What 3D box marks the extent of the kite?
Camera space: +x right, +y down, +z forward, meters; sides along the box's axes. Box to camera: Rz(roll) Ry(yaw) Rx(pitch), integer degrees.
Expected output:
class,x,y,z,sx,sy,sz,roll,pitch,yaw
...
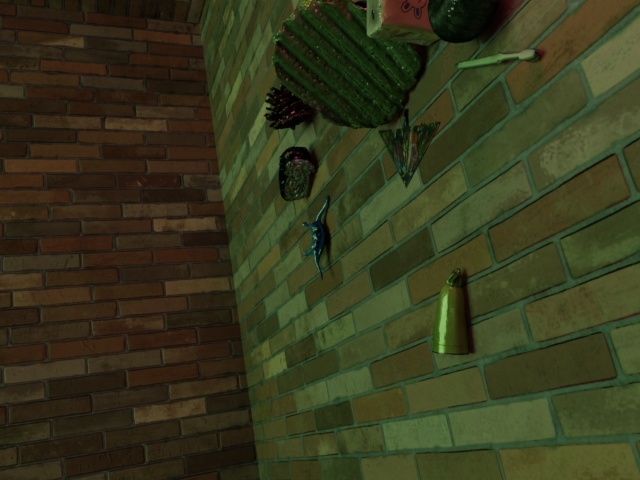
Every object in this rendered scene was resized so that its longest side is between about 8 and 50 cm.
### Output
class,x,y,z,sx,sy,sz,roll,pitch,yaw
kite,0.251,-0.270,1.709,0.321,0.016,0.234,-167,76,-66

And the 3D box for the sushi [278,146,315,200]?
class,x,y,z,sx,sy,sz,roll,pitch,yaw
sushi,-0.106,-0.271,2.392,0.225,0.136,0.126,108,158,-49

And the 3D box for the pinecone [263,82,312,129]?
class,x,y,z,sx,sy,sz,roll,pitch,yaw
pinecone,-0.137,-0.539,2.342,0.207,0.207,0.208,177,90,-67

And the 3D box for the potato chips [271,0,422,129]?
class,x,y,z,sx,sy,sz,roll,pitch,yaw
potato chips,0.074,-0.508,1.672,0.358,0.429,0.070,-43,14,35

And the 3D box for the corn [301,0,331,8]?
class,x,y,z,sx,sy,sz,roll,pitch,yaw
corn,-0.014,-0.811,2.113,0.144,0.143,0.387,-115,31,-41

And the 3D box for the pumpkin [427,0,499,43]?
class,x,y,z,sx,sy,sz,roll,pitch,yaw
pumpkin,0.324,-0.565,1.337,0.211,0.152,0.212,-177,90,-66

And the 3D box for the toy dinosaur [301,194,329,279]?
class,x,y,z,sx,sy,sz,roll,pitch,yaw
toy dinosaur,-0.014,-0.009,2.284,0.144,0.076,0.329,-5,77,60

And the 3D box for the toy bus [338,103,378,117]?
class,x,y,z,sx,sy,sz,roll,pitch,yaw
toy bus,0.113,-0.452,1.902,0.274,0.112,0.090,38,119,60

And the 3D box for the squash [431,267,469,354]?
class,x,y,z,sx,sy,sz,roll,pitch,yaw
squash,0.338,0.182,1.485,0.094,0.094,0.225,-177,91,-67

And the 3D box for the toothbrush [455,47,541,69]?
class,x,y,z,sx,sy,sz,roll,pitch,yaw
toothbrush,0.397,-0.415,1.339,0.294,0.028,0.026,27,96,63

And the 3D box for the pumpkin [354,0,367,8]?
class,x,y,z,sx,sy,sz,roll,pitch,yaw
pumpkin,0.130,-0.602,1.770,0.233,0.162,0.233,177,90,-70

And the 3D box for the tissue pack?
class,x,y,z,sx,sy,sz,roll,pitch,yaw
tissue pack,0.223,-0.600,1.513,0.092,0.196,0.149,-179,88,-65
